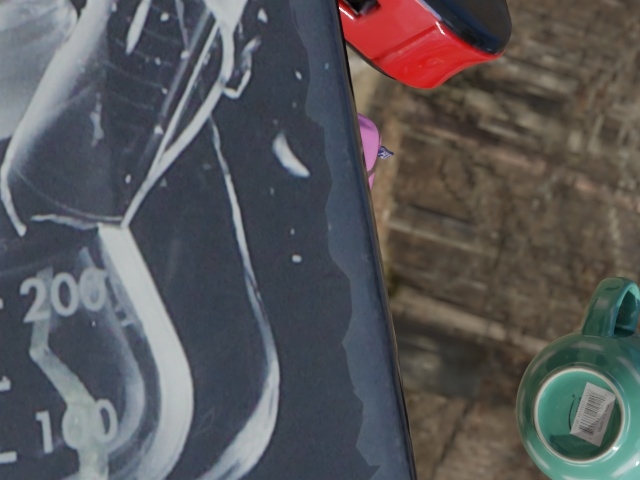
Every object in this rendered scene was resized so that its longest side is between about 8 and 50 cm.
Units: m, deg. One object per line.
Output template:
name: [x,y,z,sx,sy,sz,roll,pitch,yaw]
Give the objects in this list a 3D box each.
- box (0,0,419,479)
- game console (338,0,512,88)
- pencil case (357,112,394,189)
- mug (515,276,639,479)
box: [-0.160,-0.004,0.434,0.179,0.343,0.313,-127,-154,-89]
game console: [-0.047,-0.278,0.815,0.060,0.386,0.342,-32,-142,29]
pencil case: [0.000,0.000,1.227,0.098,0.095,0.209,116,-14,-56]
mug: [0.213,0.121,1.267,0.129,0.097,0.158,-31,-106,25]
